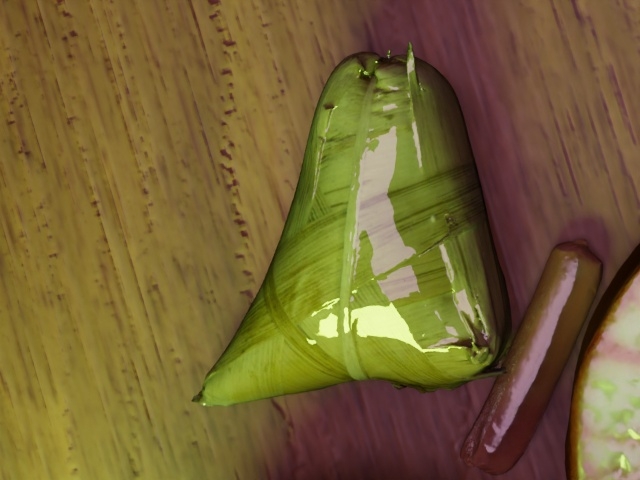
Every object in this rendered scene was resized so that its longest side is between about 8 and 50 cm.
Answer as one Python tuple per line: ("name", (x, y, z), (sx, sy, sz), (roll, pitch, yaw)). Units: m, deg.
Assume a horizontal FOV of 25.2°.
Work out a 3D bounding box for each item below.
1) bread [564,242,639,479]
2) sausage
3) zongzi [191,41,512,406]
("bread", (0.280, 0.115, 0.745), (0.295, 0.114, 0.328), (-24, 88, 12))
("sausage", (0.123, 0.067, 0.820), (0.030, 0.035, 0.147), (21, 98, -21))
("zongzi", (0.000, 0.000, 0.817), (0.197, 0.099, 0.195), (-11, 89, 20))
